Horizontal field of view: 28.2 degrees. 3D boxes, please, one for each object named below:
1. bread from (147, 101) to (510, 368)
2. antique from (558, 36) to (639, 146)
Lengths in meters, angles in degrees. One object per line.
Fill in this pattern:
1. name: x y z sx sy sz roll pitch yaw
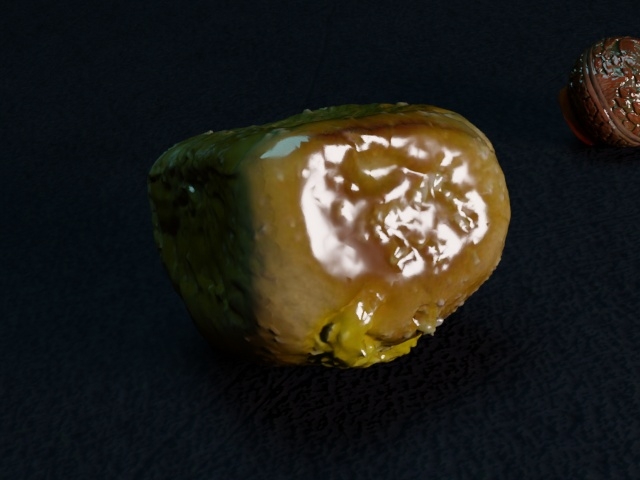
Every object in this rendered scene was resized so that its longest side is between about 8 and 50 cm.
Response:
1. bread: 0.000 0.000 0.875 0.195 0.176 0.246 -11 8 -24
2. antique: 0.265 -0.130 1.117 0.104 0.104 0.104 -9 25 4
